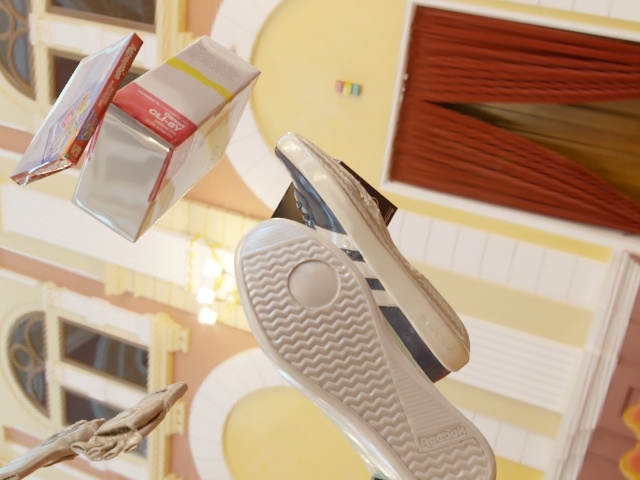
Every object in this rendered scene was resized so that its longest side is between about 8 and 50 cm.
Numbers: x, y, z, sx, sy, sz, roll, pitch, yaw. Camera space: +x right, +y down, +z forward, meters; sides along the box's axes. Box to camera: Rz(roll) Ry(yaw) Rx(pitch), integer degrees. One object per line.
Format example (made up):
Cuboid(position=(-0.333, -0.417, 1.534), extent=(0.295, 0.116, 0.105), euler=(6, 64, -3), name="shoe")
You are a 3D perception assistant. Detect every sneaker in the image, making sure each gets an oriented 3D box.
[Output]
Cuboid(position=(0.025, 0.037, 0.911), extent=(0.148, 0.350, 0.131), euler=(-37, -7, 16), name="sneaker")
Cuboid(position=(0.018, 0.107, 0.597), extent=(0.094, 0.256, 0.151), euler=(-36, -13, -15), name="sneaker")

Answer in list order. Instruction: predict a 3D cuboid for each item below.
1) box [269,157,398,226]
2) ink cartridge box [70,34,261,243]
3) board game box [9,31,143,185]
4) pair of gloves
Cuboid(position=(0.000, 0.000, 1.381), extent=(0.184, 0.103, 0.261), euler=(35, -98, -43), name="box")
Cuboid(position=(-0.307, -0.219, 1.562), extent=(0.279, 0.160, 0.384), euler=(-57, -1, 40), name="ink cartridge box")
Cuboid(position=(-0.390, -0.215, 1.226), extent=(0.027, 0.145, 0.281), euler=(45, -133, -36), name="board game box")
Cuboid(position=(-0.310, 0.272, 1.027), extent=(0.204, 0.240, 0.042), euler=(-31, -81, -79), name="pair of gloves")
